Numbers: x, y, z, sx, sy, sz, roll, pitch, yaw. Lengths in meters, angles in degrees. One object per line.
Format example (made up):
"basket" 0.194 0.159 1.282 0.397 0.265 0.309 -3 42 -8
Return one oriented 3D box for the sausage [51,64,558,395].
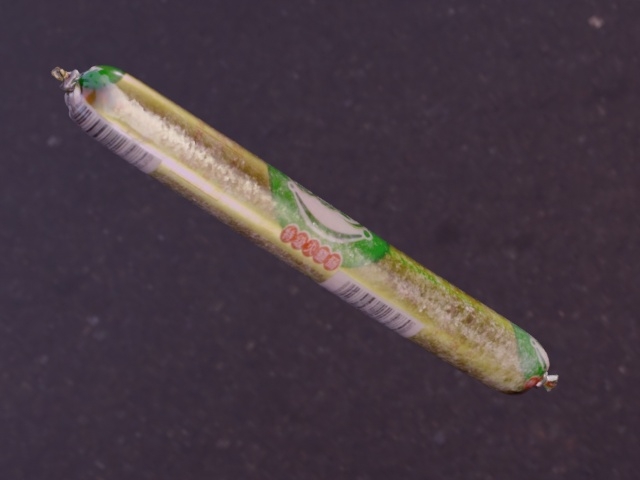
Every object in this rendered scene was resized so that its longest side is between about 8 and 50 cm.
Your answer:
"sausage" 0.000 0.000 0.687 0.033 0.269 0.033 -46 23 27
